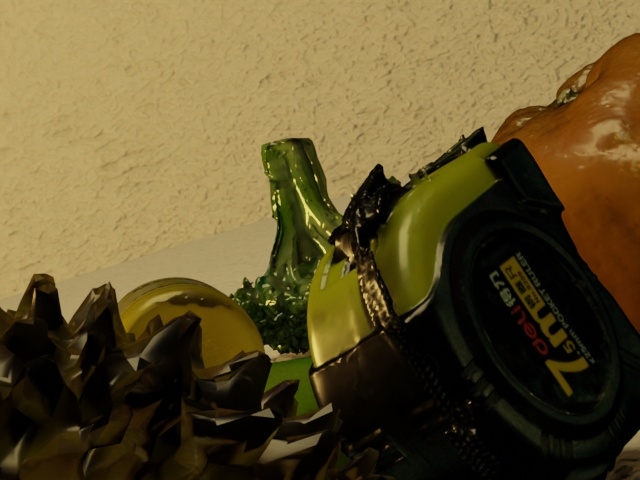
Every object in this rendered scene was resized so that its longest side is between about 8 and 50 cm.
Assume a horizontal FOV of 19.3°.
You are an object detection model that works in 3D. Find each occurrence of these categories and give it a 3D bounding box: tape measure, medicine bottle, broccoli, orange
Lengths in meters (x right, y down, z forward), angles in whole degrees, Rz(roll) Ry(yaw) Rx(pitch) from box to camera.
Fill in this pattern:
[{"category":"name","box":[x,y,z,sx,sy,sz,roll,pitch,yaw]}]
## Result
[{"category":"tape measure","box":[0.072,0.053,0.956,0.112,0.199,0.186,-36,-2,35]},{"category":"medicine bottle","box":[-0.116,0.088,1.491,0.121,0.122,0.212,-19,6,-8]},{"category":"broccoli","box":[0.000,0.000,1.630,0.219,0.194,0.194,-20,3,41]},{"category":"orange","box":[0.191,-0.021,1.194,0.249,0.183,0.249,-36,-9,-7]}]

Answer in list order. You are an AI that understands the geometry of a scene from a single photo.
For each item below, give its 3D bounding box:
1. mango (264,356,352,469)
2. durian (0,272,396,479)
[{"category":"mango","box":[-0.021,0.117,1.019,0.125,0.111,0.233,-8,10,37]},{"category":"durian","box":[-0.082,0.138,0.433,0.293,0.258,0.258,-16,4,-37]}]
